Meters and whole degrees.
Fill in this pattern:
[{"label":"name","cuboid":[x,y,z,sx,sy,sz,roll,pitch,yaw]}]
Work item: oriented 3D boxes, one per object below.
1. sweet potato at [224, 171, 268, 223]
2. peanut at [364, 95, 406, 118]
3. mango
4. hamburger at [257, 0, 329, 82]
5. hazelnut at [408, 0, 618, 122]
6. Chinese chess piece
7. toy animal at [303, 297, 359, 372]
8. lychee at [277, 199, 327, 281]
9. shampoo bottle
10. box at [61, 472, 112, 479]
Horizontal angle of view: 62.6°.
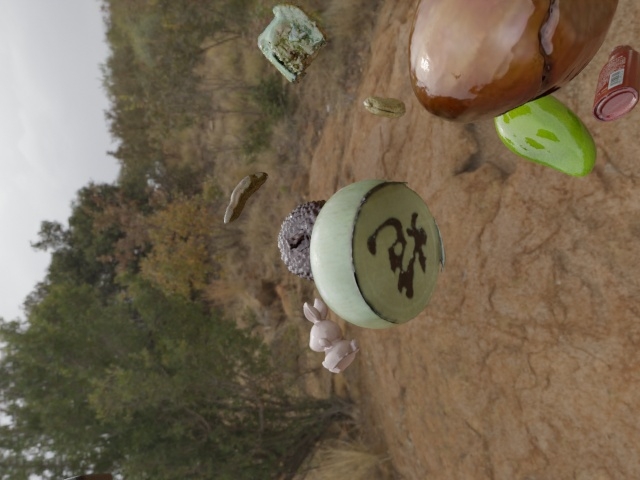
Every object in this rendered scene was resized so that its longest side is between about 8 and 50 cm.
[{"label":"sweet potato","cuboid":[-0.217,-0.123,1.453,0.182,0.054,0.053,-56,28,-15]},{"label":"peanut","cuboid":[0.237,-0.497,1.953,0.080,0.175,0.080,-13,76,62]},{"label":"mango","cuboid":[0.650,-0.310,1.528,0.343,0.192,0.156,52,-171,29]},{"label":"hamburger","cuboid":[-0.083,-0.573,1.520,0.192,0.168,0.288,46,-170,-12]},{"label":"hazelnut","cuboid":[0.318,-0.371,0.927,0.372,0.373,0.315,107,143,-53]},{"label":"Chinese chess piece","cuboid":[0.139,0.030,1.225,0.146,0.349,0.349,-5,92,47]},{"label":"toy animal","cuboid":[0.015,0.277,1.536,0.212,0.124,0.124,54,150,28]},{"label":"lychee","cuboid":[0.000,0.000,1.912,0.306,0.330,0.305,0,90,38]},{"label":"shampoo bottle","cuboid":[0.808,-0.436,1.426,0.118,0.076,0.314,-47,6,49]},{"label":"box","cuboid":[-0.432,0.422,0.882,0.125,0.126,0.027,76,177,-67]}]
